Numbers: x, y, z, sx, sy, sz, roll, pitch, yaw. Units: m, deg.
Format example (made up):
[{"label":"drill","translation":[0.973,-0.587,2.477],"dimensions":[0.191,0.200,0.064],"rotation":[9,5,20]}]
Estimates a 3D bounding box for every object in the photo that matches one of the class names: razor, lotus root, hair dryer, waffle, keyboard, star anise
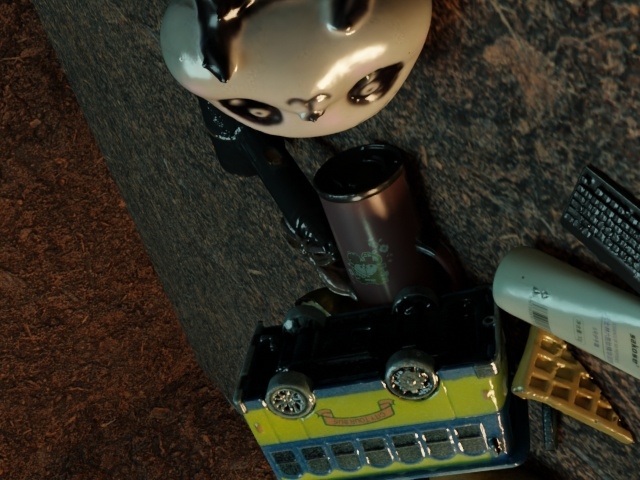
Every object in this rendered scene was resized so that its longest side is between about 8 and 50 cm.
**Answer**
[{"label":"razor","translation":[0.270,0.192,1.032],"dimensions":[0.066,0.033,0.190],"rotation":[0,138,18]},{"label":"lotus root","translation":[0.053,0.128,1.395],"dimensions":[0.183,0.078,0.203],"rotation":[42,164,-10]},{"label":"hair dryer","translation":[-0.061,-0.112,1.178],"dimensions":[0.352,0.107,0.189],"rotation":[54,166,39]},{"label":"waffle","translation":[0.282,0.147,0.935],"dimensions":[0.153,0.097,0.023],"rotation":[26,163,-9]},{"label":"keyboard","translation":[0.273,0.023,0.715],"dimensions":[0.196,0.015,0.074],"rotation":[49,142,31]},{"label":"star anise","translation":[0.010,0.013,1.302],"dimensions":[0.197,0.073,0.212],"rotation":[55,173,-21]}]

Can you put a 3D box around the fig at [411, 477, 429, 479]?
[{"label":"fig","translation":[0.192,0.460,1.428],"dimensions":[0.235,0.214,0.235],"rotation":[49,-172,-10]}]

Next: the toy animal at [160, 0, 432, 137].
[{"label":"toy animal","translation":[-0.027,-0.237,0.770],"dimensions":[0.251,0.251,0.310],"rotation":[44,157,36]}]

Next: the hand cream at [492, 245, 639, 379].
[{"label":"hand cream","translation":[0.286,0.093,0.783],"dimensions":[0.321,0.067,0.109],"rotation":[32,149,44]}]

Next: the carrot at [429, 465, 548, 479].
[{"label":"carrot","translation":[0.264,0.369,1.178],"dimensions":[0.302,0.139,0.138],"rotation":[39,155,57]}]

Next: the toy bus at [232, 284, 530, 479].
[{"label":"toy bus","translation":[0.075,0.176,1.041],"dimensions":[0.152,0.312,0.190],"rotation":[-76,-31,-55]}]

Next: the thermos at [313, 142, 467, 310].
[{"label":"thermos","translation":[0.106,0.042,1.103],"dimensions":[0.109,0.136,0.330],"rotation":[-99,-10,-57]}]
